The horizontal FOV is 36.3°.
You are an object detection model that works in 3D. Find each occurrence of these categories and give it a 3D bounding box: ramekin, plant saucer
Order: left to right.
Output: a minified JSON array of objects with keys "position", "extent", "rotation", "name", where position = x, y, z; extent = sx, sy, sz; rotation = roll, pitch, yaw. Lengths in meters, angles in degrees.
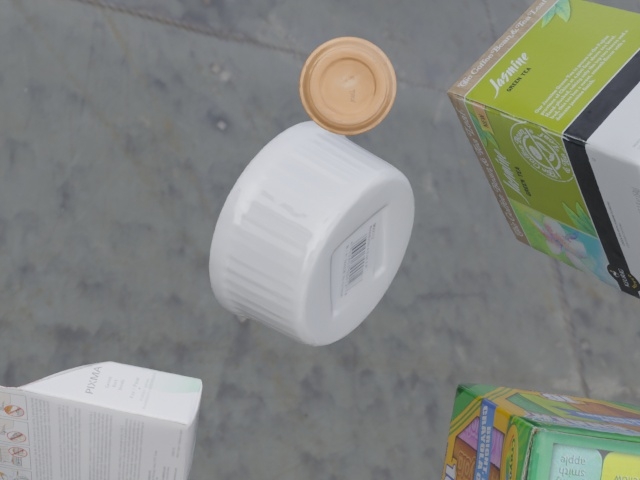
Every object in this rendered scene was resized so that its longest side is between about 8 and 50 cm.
[{"position":[0.000,0.000,1.245],"extent":[0.135,0.277,0.277],"rotation":[28,41,28],"name":"ramekin"},{"position":[0.023,-0.131,0.831],"extent":[0.083,0.083,0.013],"rotation":[42,8,-7],"name":"plant saucer"}]

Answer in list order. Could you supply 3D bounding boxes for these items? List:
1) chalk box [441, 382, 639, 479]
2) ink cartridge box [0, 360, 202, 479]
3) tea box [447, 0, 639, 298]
[{"position":[0.212,0.226,0.761],"extent":[0.180,0.289,0.179],"rotation":[9,88,-7],"name":"chalk box"},{"position":[-0.227,0.175,0.887],"extent":[0.225,0.181,0.056],"rotation":[13,45,-1],"name":"ink cartridge box"},{"position":[0.397,-0.115,1.310],"extent":[0.220,0.323,0.329],"rotation":[-45,132,-12],"name":"tea box"}]
